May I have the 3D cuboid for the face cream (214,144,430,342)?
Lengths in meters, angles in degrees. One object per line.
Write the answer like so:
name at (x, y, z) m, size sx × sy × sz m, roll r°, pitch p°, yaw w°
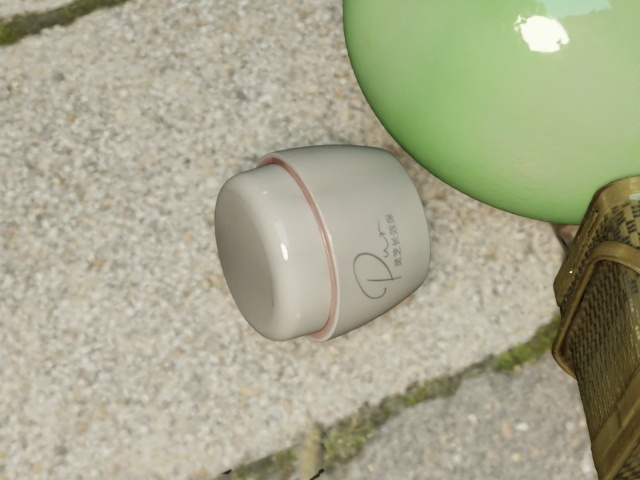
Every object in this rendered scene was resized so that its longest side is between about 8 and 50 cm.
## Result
face cream at (0.000, 0.000, 1.118) m, size 0.104 × 0.117 × 0.117 m, roll -16°, pitch 67°, yaw -21°

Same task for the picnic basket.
picnic basket at (0.275, 0.048, 1.098) m, size 0.266 × 0.165 × 0.139 m, roll -4°, pitch 63°, yaw -9°

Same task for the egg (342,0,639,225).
egg at (0.143, -0.122, 1.136) m, size 0.269 × 0.220 × 0.220 m, roll 31°, pitch 65°, yaw -3°
